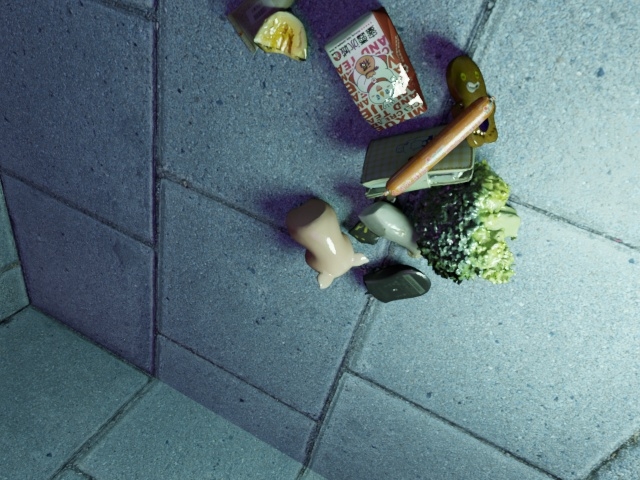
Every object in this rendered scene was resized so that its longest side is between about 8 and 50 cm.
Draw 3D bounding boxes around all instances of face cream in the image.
[{"bbox_3d":[-0.140,-0.692,1.240,0.341,0.084,0.137,-24,107,43],"label":"face cream"}]

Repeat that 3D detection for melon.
[{"bbox_3d":[-0.106,-0.600,1.263,0.160,0.079,0.128,15,123,-15],"label":"melon"}]

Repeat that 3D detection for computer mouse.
[{"bbox_3d":[0.263,0.142,1.505,0.264,0.088,0.147,-20,125,34],"label":"computer mouse"}]

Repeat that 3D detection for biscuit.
[{"bbox_3d":[0.389,-0.356,1.104,0.039,0.180,0.236,-15,98,54],"label":"biscuit"}]

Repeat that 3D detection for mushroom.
[{"bbox_3d":[0.251,-0.025,1.357,0.270,0.103,0.118,37,164,-25],"label":"mushroom"}]

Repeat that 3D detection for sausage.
[{"bbox_3d":[0.286,-0.224,1.070,0.053,0.053,0.348,46,116,-3],"label":"sausage"}]

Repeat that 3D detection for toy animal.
[{"bbox_3d":[0.002,0.003,1.488,0.195,0.213,0.256,-34,111,-6],"label":"toy animal"}]

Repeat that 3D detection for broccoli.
[{"bbox_3d":[0.427,-0.052,1.225,0.281,0.293,0.347,5,96,-19],"label":"broccoli"}]

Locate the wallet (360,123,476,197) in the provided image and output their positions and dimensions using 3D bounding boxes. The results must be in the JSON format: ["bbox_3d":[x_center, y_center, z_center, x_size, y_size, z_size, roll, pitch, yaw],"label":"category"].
[{"bbox_3d":[0.273,-0.232,1.207,0.310,0.223,0.077,-6,138,31],"label":"wallet"}]

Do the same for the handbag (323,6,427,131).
[{"bbox_3d":[0.162,-0.451,1.174,0.171,0.151,0.298,-23,109,31],"label":"handbag"}]

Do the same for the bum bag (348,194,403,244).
[{"bbox_3d":[0.187,-0.072,1.436,0.107,0.060,0.232,31,130,-7],"label":"bum bag"}]
